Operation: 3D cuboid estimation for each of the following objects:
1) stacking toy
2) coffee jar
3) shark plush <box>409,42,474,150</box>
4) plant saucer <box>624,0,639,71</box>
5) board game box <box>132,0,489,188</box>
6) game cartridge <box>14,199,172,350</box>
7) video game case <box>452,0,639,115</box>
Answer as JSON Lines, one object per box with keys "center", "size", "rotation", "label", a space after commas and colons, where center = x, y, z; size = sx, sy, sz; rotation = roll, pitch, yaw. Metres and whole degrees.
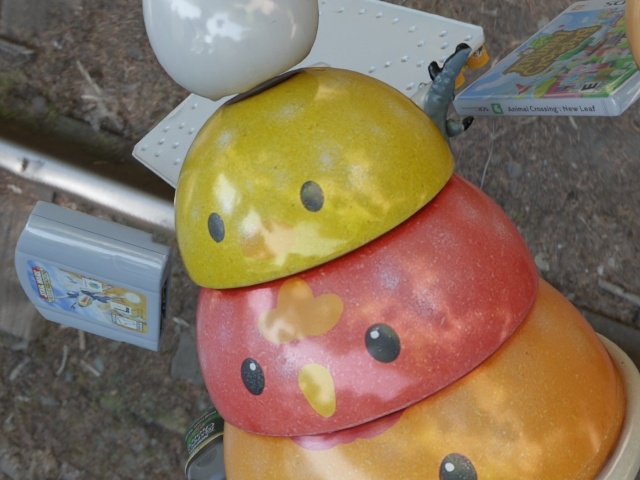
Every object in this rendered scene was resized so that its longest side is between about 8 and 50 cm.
{"center": [0.000, 0.000, 0.607], "size": [0.350, 0.350, 0.480], "rotation": [-21, 107, 19], "label": "stacking toy"}
{"center": [-0.149, 0.308, 1.191], "size": [0.096, 0.184, 0.079], "rotation": [-40, 101, -4], "label": "coffee jar"}
{"center": [0.113, -0.117, 0.778], "size": [0.067, 0.073, 0.161], "rotation": [15, 121, 1], "label": "shark plush"}
{"center": [0.306, -0.163, 0.536], "size": [0.200, 0.037, 0.200], "rotation": [1, 123, 1], "label": "plant saucer"}
{"center": [-0.029, -0.180, 1.115], "size": [0.390, 0.390, 0.050], "rotation": [-45, 131, -10], "label": "board game box"}
{"center": [-0.299, 0.057, 1.089], "size": [0.198, 0.062, 0.297], "rotation": [13, 151, -4], "label": "game cartridge"}
{"center": [0.262, -0.182, 0.785], "size": [0.193, 0.212, 0.023], "rotation": [13, 137, 55], "label": "video game case"}
